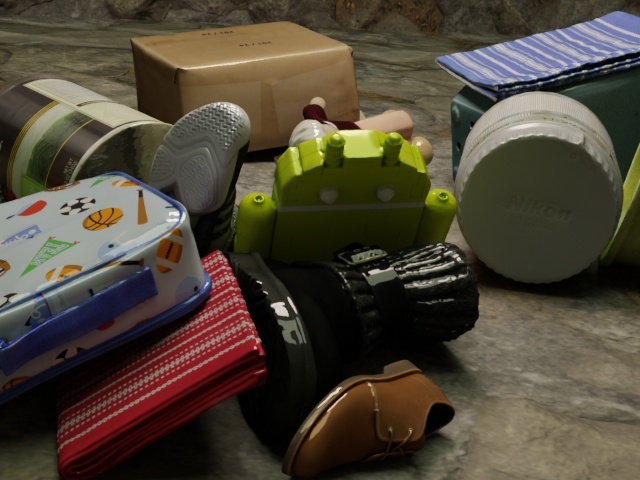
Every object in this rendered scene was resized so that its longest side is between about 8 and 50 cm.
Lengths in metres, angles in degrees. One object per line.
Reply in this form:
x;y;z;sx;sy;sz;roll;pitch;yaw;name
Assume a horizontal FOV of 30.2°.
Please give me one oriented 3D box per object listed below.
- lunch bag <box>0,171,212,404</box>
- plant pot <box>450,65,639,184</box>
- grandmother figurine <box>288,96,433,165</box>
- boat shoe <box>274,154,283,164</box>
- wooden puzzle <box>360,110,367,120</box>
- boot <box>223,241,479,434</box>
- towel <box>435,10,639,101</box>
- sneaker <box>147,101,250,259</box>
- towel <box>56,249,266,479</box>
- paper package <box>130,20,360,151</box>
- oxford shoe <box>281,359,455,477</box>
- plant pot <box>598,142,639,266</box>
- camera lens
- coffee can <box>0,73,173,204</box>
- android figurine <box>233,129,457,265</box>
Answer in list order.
-0.267;0.048;1.107;0.303;0.115;0.243;-28;30;-23;lunch bag
0.347;-0.163;1.885;0.252;0.248;0.247;-12;23;-19;plant pot
0.051;-0.156;1.890;0.208;0.104;0.342;38;23;18;grandmother figurine
-0.040;-0.113;1.925;0.056;0.048;0.153;-13;15;-10;boat shoe
-0.009;-0.231;2.280;0.221;0.044;0.238;2;18;-10;wooden puzzle
0.044;0.082;1.193;0.260;0.131;0.348;2;18;-12;boot
0.376;-0.298;1.850;0.336;0.040;0.243;-15;23;-11;towel
-0.120;-0.047;1.356;0.153;0.268;0.101;-6;46;-47;sneaker
-0.153;0.107;1.089;0.199;0.031;0.275;-29;22;-1;towel
-0.142;-0.275;2.114;0.325;0.168;0.309;-12;23;-21;paper package
0.049;0.164;1.046;0.076;0.076;0.212;34;32;28;oxford shoe
0.546;-0.051;1.600;0.254;0.276;0.276;20;20;9;plant pot
0.295;-0.076;1.612;0.219;0.219;0.274;8;18;8;camera lens
-0.290;-0.083;1.486;0.201;0.201;0.275;-9;23;-38;coffee can
0.028;-0.026;1.325;0.248;0.273;0.056;-1;52;-13;android figurine
